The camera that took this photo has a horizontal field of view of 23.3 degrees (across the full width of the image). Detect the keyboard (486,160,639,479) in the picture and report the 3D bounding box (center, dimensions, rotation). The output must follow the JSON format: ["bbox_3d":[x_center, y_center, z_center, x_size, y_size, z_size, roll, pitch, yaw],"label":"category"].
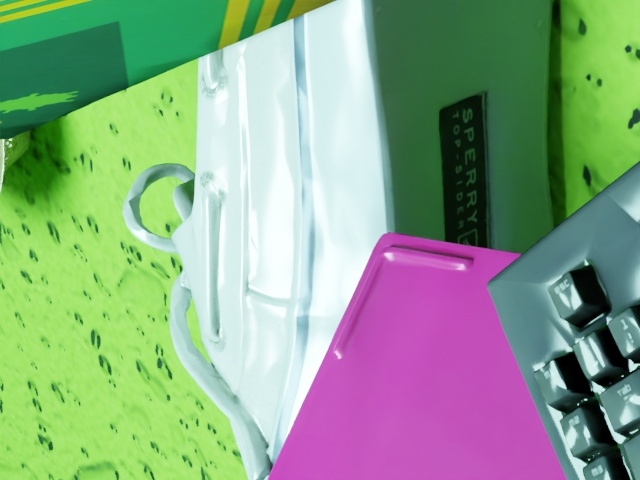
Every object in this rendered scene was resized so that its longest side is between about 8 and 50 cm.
[{"bbox_3d":[0.132,-0.051,0.282,0.317,0.033,0.201,-43,56,45],"label":"keyboard"}]

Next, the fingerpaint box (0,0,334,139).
[{"bbox_3d":[-0.127,-0.273,0.488,0.371,0.163,0.444,-11,88,54],"label":"fingerpaint box"}]

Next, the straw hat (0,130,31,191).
[{"bbox_3d":[-0.198,-0.061,0.877,0.144,0.061,0.144,9,104,38],"label":"straw hat"}]

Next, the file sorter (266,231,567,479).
[{"bbox_3d":[0.128,0.142,0.441,0.291,0.202,0.182,10,160,49],"label":"file sorter"}]

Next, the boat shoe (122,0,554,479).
[{"bbox_3d":[-0.007,0.001,0.610,0.156,0.136,0.367,22,124,43],"label":"boat shoe"}]
